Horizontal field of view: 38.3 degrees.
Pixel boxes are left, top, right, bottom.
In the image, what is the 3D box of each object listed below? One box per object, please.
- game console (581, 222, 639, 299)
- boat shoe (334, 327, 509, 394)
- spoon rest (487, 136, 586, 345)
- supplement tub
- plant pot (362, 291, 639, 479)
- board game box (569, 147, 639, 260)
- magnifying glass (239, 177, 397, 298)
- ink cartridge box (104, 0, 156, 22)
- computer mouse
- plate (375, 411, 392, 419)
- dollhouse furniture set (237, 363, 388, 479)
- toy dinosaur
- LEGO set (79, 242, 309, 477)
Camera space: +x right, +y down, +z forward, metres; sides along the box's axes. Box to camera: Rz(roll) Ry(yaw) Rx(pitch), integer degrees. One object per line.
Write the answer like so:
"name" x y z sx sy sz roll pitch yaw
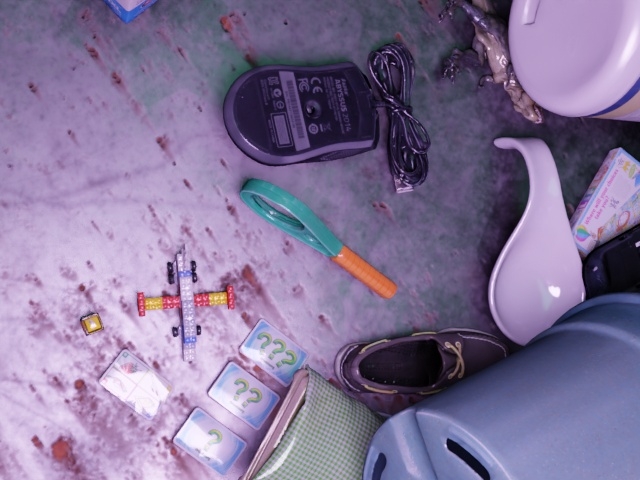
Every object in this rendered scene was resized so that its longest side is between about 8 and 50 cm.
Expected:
"game console" 0.488 -0.017 1.238 0.361 0.044 0.213 -26 99 -22
"boat shoe" 0.135 0.152 1.131 0.228 0.069 0.081 -4 87 -16
"spoon rest" 0.271 -0.001 1.176 0.137 0.084 0.276 -3 85 -16
"supplement tub" 0.420 -0.260 1.149 0.316 0.228 0.228 -1 85 -30
"plant pot" 0.246 0.252 0.966 0.334 0.341 0.341 -11 88 -36
"board game box" 0.401 -0.033 1.245 0.103 0.026 0.154 36 77 -11
"magnifying glass" 0.000 0.000 1.105 0.231 0.092 0.026 35 74 -21
"ink cartridge box" -0.181 -0.342 1.014 0.148 0.203 0.086 -43 97 -15
"computer mouse" -0.001 -0.145 1.124 0.272 0.072 0.188 -5 85 -29
"plate" 0.055 0.301 1.119 0.188 0.024 0.188 1 85 -17
"dollhouse furniture set" 0.016 0.317 0.982 0.197 0.151 0.301 38 74 -36
"toy dinosaur" 0.208 -0.268 1.194 0.118 0.064 0.268 -16 89 -31
"LEGO set" -0.149 0.129 1.061 0.244 0.060 0.182 39 73 -9
